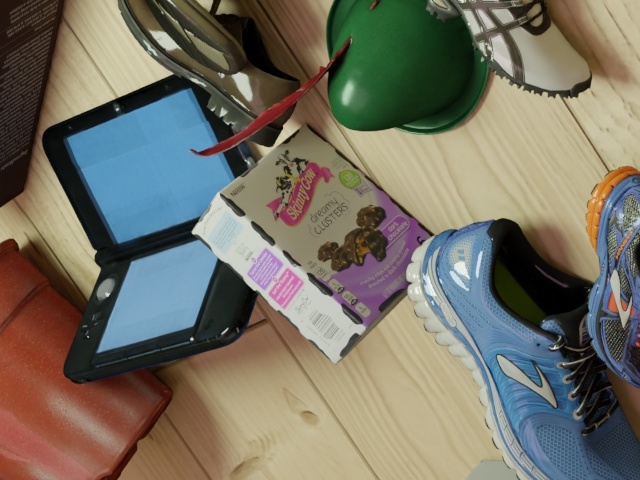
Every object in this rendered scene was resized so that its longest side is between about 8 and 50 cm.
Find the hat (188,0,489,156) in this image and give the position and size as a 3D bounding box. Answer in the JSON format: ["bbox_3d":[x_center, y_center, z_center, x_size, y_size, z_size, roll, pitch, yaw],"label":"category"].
[{"bbox_3d":[0.031,-0.132,1.643,0.173,0.183,0.208,41,135,7],"label":"hat"}]

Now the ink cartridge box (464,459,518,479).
[{"bbox_3d":[0.239,0.339,1.875,0.148,0.086,0.203,-2,116,38],"label":"ink cartridge box"}]

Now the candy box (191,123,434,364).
[{"bbox_3d":[0.000,0.000,1.769,0.196,0.165,0.070,42,135,6],"label":"candy box"}]

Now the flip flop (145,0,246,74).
[{"bbox_3d":[-0.149,-0.277,1.735,0.277,0.080,0.112,55,173,24],"label":"flip flop"}]

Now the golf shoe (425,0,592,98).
[{"bbox_3d":[0.167,-0.206,1.568,0.198,0.077,0.094,40,134,7],"label":"golf shoe"}]

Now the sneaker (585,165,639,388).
[{"bbox_3d":[0.294,0.045,1.620,0.087,0.083,0.221,31,140,52],"label":"sneaker"}]

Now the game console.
[{"bbox_3d":[-0.199,-0.009,1.918,0.293,0.250,0.173,-18,134,43],"label":"game console"}]

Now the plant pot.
[{"bbox_3d":[-0.335,0.184,2.098,0.265,0.272,0.272,35,135,1],"label":"plant pot"}]

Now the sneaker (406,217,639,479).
[{"bbox_3d":[0.223,0.121,1.711,0.330,0.130,0.147,53,138,-5],"label":"sneaker"}]

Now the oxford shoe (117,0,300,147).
[{"bbox_3d":[-0.107,-0.198,1.793,0.227,0.083,0.096,39,109,15],"label":"oxford shoe"}]

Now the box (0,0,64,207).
[{"bbox_3d":[-0.409,-0.205,1.960,0.191,0.143,0.381,33,135,14],"label":"box"}]
